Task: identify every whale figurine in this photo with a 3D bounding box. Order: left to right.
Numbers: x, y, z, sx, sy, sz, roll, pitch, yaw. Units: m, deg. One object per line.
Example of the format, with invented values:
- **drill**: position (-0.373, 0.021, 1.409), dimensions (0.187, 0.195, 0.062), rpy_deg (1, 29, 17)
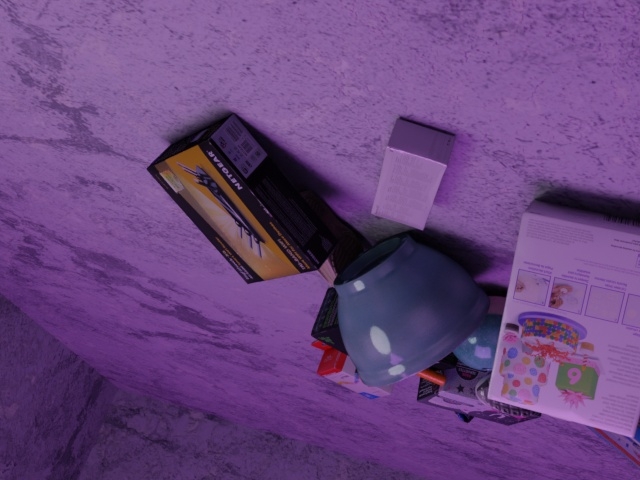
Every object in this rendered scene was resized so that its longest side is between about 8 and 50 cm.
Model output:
- **whale figurine**: position (0.377, 0.213, 1.887), dimensions (0.216, 0.141, 0.272), rpy_deg (-15, 148, 42)

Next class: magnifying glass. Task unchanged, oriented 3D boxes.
- **magnifying glass**: position (0.165, 0.265, 1.994), dimensions (0.230, 0.026, 0.092), rpy_deg (21, 157, -1)

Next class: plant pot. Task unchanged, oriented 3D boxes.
- **plant pot**: position (0.147, 0.110, 1.733), dimensions (0.196, 0.293, 0.293), rpy_deg (56, 147, -10)

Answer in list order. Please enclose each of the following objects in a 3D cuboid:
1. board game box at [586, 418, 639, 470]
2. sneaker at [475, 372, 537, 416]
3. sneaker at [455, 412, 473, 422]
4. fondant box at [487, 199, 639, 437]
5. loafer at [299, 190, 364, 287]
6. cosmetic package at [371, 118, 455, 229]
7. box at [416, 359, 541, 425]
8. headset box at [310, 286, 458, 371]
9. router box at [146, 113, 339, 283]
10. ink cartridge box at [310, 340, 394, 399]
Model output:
- **board game box**: position (0.709, 0.433, 1.973), dimensions (0.308, 0.086, 0.302), rpy_deg (40, 174, 23)
- **sneaker**: position (0.448, 0.309, 1.969), dimensions (0.297, 0.111, 0.129), rpy_deg (-4, -179, -30)
- **sneaker**: position (0.417, 0.426, 2.361), dimensions (0.216, 0.121, 0.079), rpy_deg (27, 157, -15)
- **fondant box**: position (0.418, 0.121, 1.454), dimensions (0.238, 0.331, 0.096), rpy_deg (13, -163, 17)
- **loafer**: position (0.000, 0.000, 1.799), dimensions (0.092, 0.102, 0.269), rpy_deg (8, 143, 43)
- **cosmetic package**: position (0.147, -0.103, 1.484), dimensions (0.098, 0.061, 0.239), rpy_deg (17, 157, 4)
- **box**: position (0.373, 0.329, 2.114), dimensions (0.247, 0.142, 0.163), rpy_deg (15, 159, -11)
- **headset box**: position (0.148, 0.195, 2.057), dimensions (0.246, 0.131, 0.283), rpy_deg (30, 156, -19)
- **router box**: position (-0.146, -0.065, 1.675), dimensions (0.309, 0.081, 0.243), rpy_deg (50, 147, -18)
- **ink cartridge box**: position (0.083, 0.357, 2.538), dimensions (0.231, 0.078, 0.134), rpy_deg (27, 156, -13)
